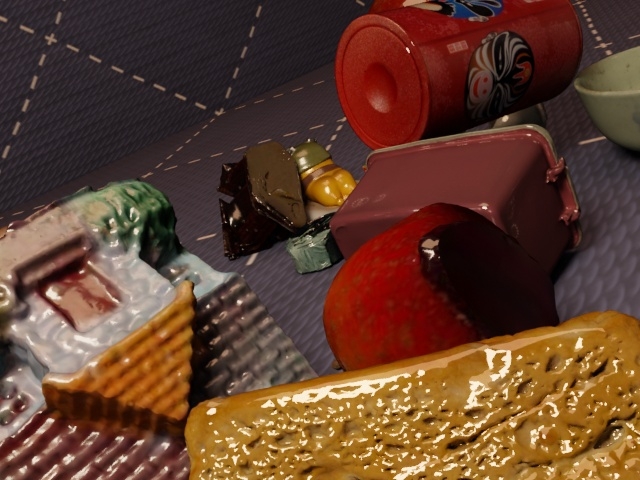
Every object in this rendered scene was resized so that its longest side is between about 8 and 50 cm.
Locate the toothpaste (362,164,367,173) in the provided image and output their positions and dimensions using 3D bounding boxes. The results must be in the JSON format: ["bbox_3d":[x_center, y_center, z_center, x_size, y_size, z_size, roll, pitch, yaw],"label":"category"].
[{"bbox_3d":[0.137,-0.123,1.373,0.044,0.070,0.193,-27,22,-11],"label":"toothpaste"}]

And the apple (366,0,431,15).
[{"bbox_3d":[0.253,-0.467,1.752,0.276,0.349,0.348,-15,21,32],"label":"apple"}]

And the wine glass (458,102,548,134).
[{"bbox_3d":[0.249,-0.154,1.252,0.321,0.143,0.143,-35,25,-27],"label":"wine glass"}]

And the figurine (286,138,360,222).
[{"bbox_3d":[0.014,-0.122,1.392,0.166,0.141,0.250,-28,22,-23],"label":"figurine"}]

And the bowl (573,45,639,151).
[{"bbox_3d":[0.546,-0.208,1.097,0.289,0.146,0.289,-17,20,6],"label":"bowl"}]

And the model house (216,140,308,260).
[{"bbox_3d":[-0.123,-0.072,1.369,0.164,0.141,0.203,-48,38,44],"label":"model house"}]

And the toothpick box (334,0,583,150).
[{"bbox_3d":[0.212,-0.269,1.095,0.333,0.204,0.204,-22,19,-32],"label":"toothpick box"}]

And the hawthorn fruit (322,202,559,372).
[{"bbox_3d":[0.108,0.084,0.722,0.249,0.215,0.215,-36,14,24],"label":"hawthorn fruit"}]

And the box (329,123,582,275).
[{"bbox_3d":[0.165,-0.019,0.935,0.294,0.193,0.167,-4,32,41],"label":"box"}]

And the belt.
[{"bbox_3d":[0.000,0.000,1.217,0.105,0.058,0.140,-9,24,37],"label":"belt"}]

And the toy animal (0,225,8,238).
[{"bbox_3d":[-0.726,0.072,1.590,0.250,0.154,0.166,-40,11,0],"label":"toy animal"}]

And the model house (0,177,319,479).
[{"bbox_3d":[-0.194,0.177,0.732,0.339,0.297,0.360,34,51,26],"label":"model house"}]

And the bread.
[{"bbox_3d":[0.083,0.179,0.557,0.380,0.185,0.109,-14,-23,8],"label":"bread"}]
